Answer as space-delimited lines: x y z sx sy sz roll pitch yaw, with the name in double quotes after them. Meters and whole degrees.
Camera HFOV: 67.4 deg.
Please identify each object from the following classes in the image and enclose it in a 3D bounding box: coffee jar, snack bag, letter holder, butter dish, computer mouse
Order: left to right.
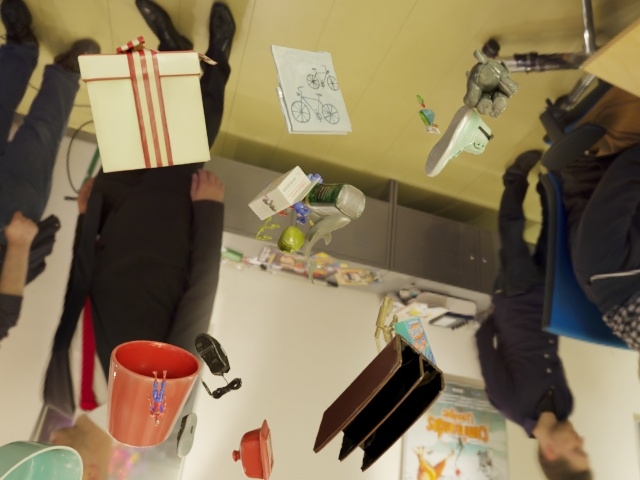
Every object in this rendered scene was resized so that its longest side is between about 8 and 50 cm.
-0.424 0.494 1.896 0.184 0.262 0.060 -39 175 26 "computer mouse"
-0.207 0.643 1.447 0.118 0.160 0.160 -7 176 0 "butter dish"
-0.039 -0.561 1.795 0.323 0.343 0.037 -13 176 -43 "snack bag"
0.030 -0.109 1.289 0.096 0.079 0.184 27 171 -34 "coffee jar"
0.142 0.406 1.142 0.152 0.302 0.214 41 -169 3 "letter holder"

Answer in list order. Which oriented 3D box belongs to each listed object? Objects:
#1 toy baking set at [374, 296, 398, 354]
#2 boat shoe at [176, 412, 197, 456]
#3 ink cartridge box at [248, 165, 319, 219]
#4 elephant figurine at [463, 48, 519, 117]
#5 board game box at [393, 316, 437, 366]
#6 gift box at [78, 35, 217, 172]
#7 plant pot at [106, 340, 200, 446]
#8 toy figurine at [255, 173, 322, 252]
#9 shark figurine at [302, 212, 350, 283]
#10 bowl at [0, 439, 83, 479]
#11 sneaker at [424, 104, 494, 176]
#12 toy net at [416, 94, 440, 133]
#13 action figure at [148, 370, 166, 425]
0.242 0.331 1.712 0.030 0.256 0.197 -3 136 31 "toy baking set"
-0.395 0.568 1.399 0.040 0.142 0.049 -21 118 14 "boat shoe"
-0.097 -0.130 1.266 0.181 0.104 0.062 -21 115 47 "ink cartridge box"
0.531 -0.489 1.527 0.169 0.239 0.186 26 118 7 "elephant figurine"
0.341 0.383 1.704 0.047 0.210 0.160 -26 165 28 "board game box"
-0.367 -0.303 1.064 0.276 0.258 0.255 -13 -162 -24 "gift box"
-0.535 0.479 1.494 0.274 0.243 0.275 16 -174 -2 "plant pot"
-0.084 -0.151 1.774 0.191 0.363 0.217 25 135 8 "toy figurine"
-0.025 0.012 1.757 0.166 0.116 0.278 26 114 -2 "shark figurine"
-0.838 0.679 1.308 0.163 0.312 0.311 18 161 24 "bowl"
0.456 -0.290 1.554 0.151 0.256 0.094 32 -177 -23 "sneaker"
0.389 -0.448 1.768 0.045 0.122 0.232 -37 163 11 "toy net"
-0.360 0.349 1.063 0.038 0.115 0.030 -1 162 -10 "action figure"
